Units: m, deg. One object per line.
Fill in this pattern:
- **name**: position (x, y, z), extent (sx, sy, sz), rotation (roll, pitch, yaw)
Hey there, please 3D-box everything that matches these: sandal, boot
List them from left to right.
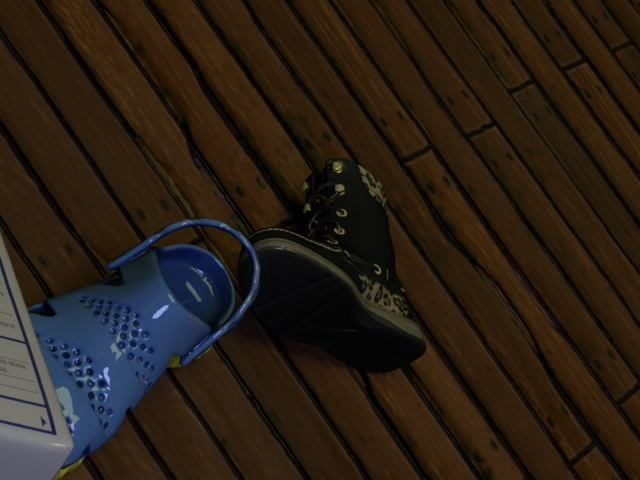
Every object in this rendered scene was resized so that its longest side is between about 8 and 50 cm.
- **sandal**: position (-0.150, 0.067, 1.330), extent (0.126, 0.138, 0.317), rotation (50, 40, -3)
- **boot**: position (-0.001, 0.001, 1.552), extent (0.236, 0.085, 0.178), rotation (34, 36, -46)

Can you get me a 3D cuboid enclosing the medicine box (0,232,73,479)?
- **medicine box**: position (-0.326, 0.060, 1.080), extent (0.263, 0.149, 0.289), rotation (19, 25, -33)
